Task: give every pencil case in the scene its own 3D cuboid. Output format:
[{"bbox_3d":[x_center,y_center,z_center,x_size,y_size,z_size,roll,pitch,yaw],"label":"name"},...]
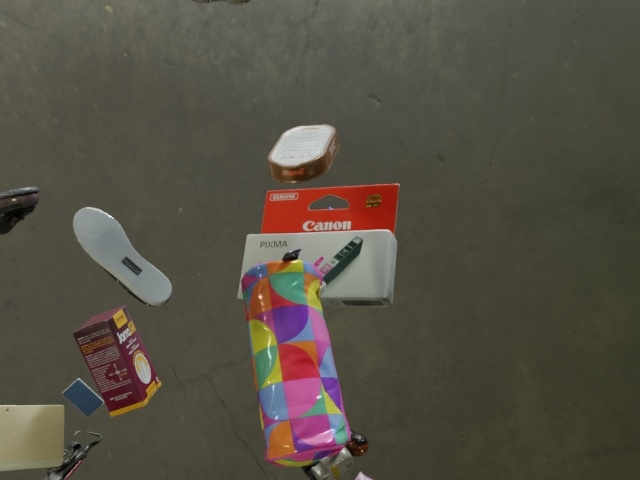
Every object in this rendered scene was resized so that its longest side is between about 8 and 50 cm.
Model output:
[{"bbox_3d":[-0.028,0.131,0.820,0.105,0.104,0.236,-3,68,-13],"label":"pencil case"}]

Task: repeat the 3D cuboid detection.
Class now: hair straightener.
[{"bbox_3d":[-0.549,0.485,1.550,0.047,0.230,0.089,17,125,21],"label":"hair straightener"}]

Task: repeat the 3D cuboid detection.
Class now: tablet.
[{"bbox_3d":[-0.543,0.360,1.665,0.054,0.006,0.083,-42,103,1],"label":"tablet"}]

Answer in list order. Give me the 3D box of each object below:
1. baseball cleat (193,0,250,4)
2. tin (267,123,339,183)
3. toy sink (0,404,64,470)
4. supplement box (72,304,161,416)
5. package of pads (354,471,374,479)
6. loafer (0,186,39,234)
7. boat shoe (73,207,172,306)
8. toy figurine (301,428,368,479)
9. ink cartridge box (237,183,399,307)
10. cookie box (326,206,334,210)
[{"bbox_3d":[-0.167,-0.324,0.876,0.110,0.206,0.072,5,88,29],"label":"baseball cleat"},{"bbox_3d":[-0.028,-0.153,1.252,0.106,0.189,0.040,2,120,11],"label":"tin"},{"bbox_3d":[-0.651,0.398,1.471,0.153,0.234,0.131,14,66,-49],"label":"toy sink"},{"bbox_3d":[-0.403,0.238,1.450,0.081,0.104,0.188,-20,99,9],"label":"supplement box"},{"bbox_3d":[0.037,0.267,0.691,0.050,0.032,0.083,31,97,-5],"label":"package of pads"},{"bbox_3d":[-0.705,-0.048,1.600,0.109,0.303,0.095,-17,94,-52],"label":"loafer"},{"bbox_3d":[-0.368,0.037,1.343,0.228,0.076,0.080,42,61,-6],"label":"boat shoe"},{"bbox_3d":[0.000,0.423,1.612,0.148,0.209,0.213,-35,84,-17],"label":"toy figurine"},{"bbox_3d":[0.000,0.000,1.308,0.275,0.060,0.238,-2,68,20],"label":"ink cartridge box"},{"bbox_3d":[0.015,0.000,1.472,0.040,0.091,0.107,25,110,-22],"label":"cookie box"}]
